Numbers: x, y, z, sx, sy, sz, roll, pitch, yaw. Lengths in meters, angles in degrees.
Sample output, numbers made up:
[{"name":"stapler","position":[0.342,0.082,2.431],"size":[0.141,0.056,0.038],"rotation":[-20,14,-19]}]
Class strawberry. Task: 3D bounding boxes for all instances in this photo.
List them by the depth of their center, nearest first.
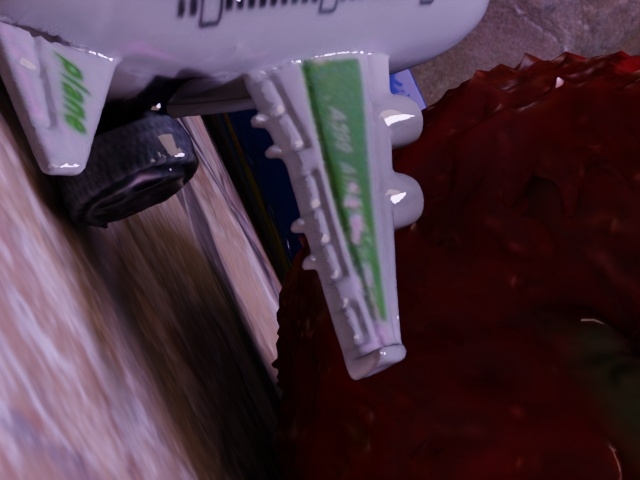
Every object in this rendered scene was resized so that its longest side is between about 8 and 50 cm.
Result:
[{"name":"strawberry","position":[0.094,0.039,0.635],"size":[0.257,0.257,0.277],"rotation":[62,-10,-26]}]

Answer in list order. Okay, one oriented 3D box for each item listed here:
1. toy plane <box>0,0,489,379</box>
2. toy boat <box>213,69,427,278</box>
[{"name":"toy plane","position":[-0.028,-0.073,0.510],"size":[0.255,0.101,0.251],"rotation":[-8,68,-58]},{"name":"toy boat","position":[0.030,-0.003,1.012],"size":[0.295,0.129,0.088],"rotation":[67,-29,12]}]
